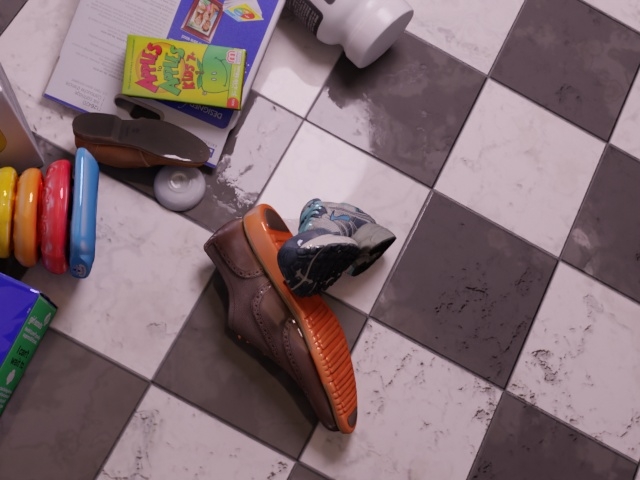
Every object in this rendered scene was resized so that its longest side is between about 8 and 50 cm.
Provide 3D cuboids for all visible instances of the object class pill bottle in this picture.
[{"bbox_3d":[0.015,-0.435,1.251,0.162,0.162,0.278,-42,86,-17],"label":"pill bottle"}]

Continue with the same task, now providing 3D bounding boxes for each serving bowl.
[{"bbox_3d":[-0.225,-0.090,1.185,0.083,0.027,0.083,2,75,-8],"label":"serving bowl"}]

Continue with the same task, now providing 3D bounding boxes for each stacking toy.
[{"bbox_3d":[-0.468,-0.039,1.033,0.301,0.175,0.166,3,72,-17],"label":"stacking toy"}]

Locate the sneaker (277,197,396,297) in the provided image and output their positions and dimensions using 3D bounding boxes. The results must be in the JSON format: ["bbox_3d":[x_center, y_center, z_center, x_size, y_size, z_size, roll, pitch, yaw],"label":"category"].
[{"bbox_3d":[0.000,0.000,1.105,0.122,0.283,0.110,46,112,16],"label":"sneaker"}]

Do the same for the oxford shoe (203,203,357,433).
[{"bbox_3d":[-0.055,0.133,1.126,0.132,0.130,0.364,-26,86,16],"label":"oxford shoe"}]

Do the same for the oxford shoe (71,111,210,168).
[{"bbox_3d":[-0.278,-0.144,1.168,0.212,0.076,0.076,11,47,-3],"label":"oxford shoe"}]

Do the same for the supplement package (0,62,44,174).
[{"bbox_3d":[-0.541,-0.198,1.037,0.199,0.263,0.198,-24,80,-14],"label":"supplement package"}]

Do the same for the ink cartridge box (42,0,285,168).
[{"bbox_3d":[-0.248,-0.316,1.204,0.303,0.072,0.307,23,97,-3],"label":"ink cartridge box"}]

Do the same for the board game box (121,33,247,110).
[{"bbox_3d":[-0.210,-0.260,1.156,0.181,0.043,0.092,7,96,-2],"label":"board game box"}]

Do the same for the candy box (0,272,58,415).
[{"bbox_3d":[-0.562,0.168,1.009,0.268,0.122,0.317,24,73,-1],"label":"candy box"}]
